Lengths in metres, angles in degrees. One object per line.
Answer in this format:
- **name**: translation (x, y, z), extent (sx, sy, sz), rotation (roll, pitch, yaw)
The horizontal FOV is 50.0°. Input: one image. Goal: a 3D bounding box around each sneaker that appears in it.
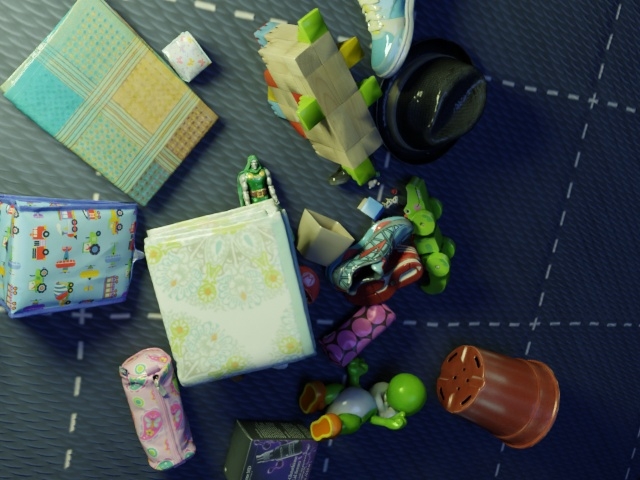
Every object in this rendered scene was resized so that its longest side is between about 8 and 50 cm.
- **sneaker**: translation (0.169, 0.086, 1.827), extent (0.221, 0.128, 0.087), rotation (-23, 118, 16)
- **sneaker**: translation (0.081, -0.208, 1.708), extent (0.170, 0.051, 0.089), rotation (-29, 116, -24)
- **sneaker**: translation (0.112, -0.548, 1.582), extent (0.208, 0.127, 0.319), rotation (7, 91, -32)
- **sneaker**: translation (0.145, 0.048, 1.750), extent (0.262, 0.125, 0.104), rotation (-38, 136, -1)

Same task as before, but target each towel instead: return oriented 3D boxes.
- **towel**: translation (-0.198, 0.118, 1.538), extent (0.320, 0.090, 0.374), rotation (-13, 98, 2)
- **towel**: translation (-0.420, -0.282, 1.415), extent (0.271, 0.040, 0.370), rotation (-52, 122, -8)

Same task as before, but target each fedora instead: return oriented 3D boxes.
- **fedora**: translation (0.304, -0.342, 1.728), extent (0.334, 0.152, 0.334), rotation (-8, 108, -26)

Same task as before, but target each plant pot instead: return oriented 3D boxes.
- **plant pot**: translation (0.000, 0.000, 1.695), extent (0.109, 0.109, 0.096), rotation (21, 106, -32)
- **plant pot**: translation (0.505, 0.443, 2.022), extent (0.265, 0.272, 0.272), rotation (24, 92, -23)

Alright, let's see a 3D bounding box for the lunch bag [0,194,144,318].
- **lunch bag**: translation (-0.502, 0.027, 1.423), extent (0.293, 0.138, 0.221), rotation (0, 103, -39)

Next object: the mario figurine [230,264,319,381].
- **mario figurine**: translation (-0.127, 0.189, 1.633), extent (0.320, 0.170, 0.198), rotation (-45, 146, -3)

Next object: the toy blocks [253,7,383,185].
- **toy blocks**: translation (-0.026, -0.322, 1.506), extent (0.191, 0.261, 0.381), rotation (-42, 127, -14)

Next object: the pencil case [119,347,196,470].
- **pencil case**: translation (-0.375, 0.392, 1.593), extent (0.124, 0.124, 0.284), rotation (-18, 113, -23)

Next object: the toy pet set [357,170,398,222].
- **toy pet set**: translation (0.146, -0.113, 1.760), extent (0.122, 0.065, 0.114), rotation (39, 85, -31)

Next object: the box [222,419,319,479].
- **box**: translation (-0.129, 0.559, 1.783), extent (0.207, 0.108, 0.153), rotation (9, 101, -31)

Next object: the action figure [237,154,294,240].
- **action figure**: translation (-0.142, -0.087, 1.617), extent (0.137, 0.063, 0.232), rotation (-17, 109, -20)

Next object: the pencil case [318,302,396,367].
- **pencil case**: translation (0.098, 0.239, 1.827), extent (0.209, 0.095, 0.098), rotation (-40, 86, -15)

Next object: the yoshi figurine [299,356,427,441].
- **yoshi figurine**: translation (0.142, 0.426, 1.845), extent (0.362, 0.203, 0.204), rotation (1, 94, -36)

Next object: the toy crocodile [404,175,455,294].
- **toy crocodile**: translation (0.286, -0.011, 1.851), extent (0.340, 0.105, 0.115), rotation (68, 29, -25)

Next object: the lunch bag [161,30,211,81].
- **lunch bag**: translation (-0.285, -0.390, 1.451), extent (0.071, 0.053, 0.083), rotation (-45, 130, -8)
